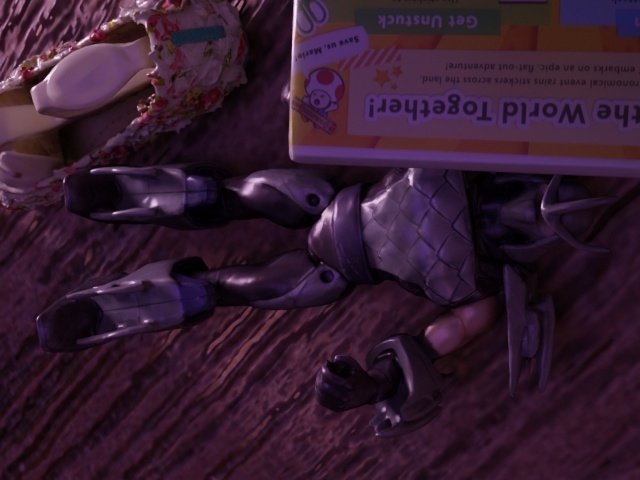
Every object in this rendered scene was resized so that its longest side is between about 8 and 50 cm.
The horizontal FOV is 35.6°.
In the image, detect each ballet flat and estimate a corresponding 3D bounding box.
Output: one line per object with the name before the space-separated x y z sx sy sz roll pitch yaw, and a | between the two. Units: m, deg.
ballet flat | -0.145 -0.078 0.570 0.241 0.077 0.091 -25 86 35

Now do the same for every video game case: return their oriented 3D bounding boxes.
video game case | 0.101 -0.128 0.381 0.226 0.026 0.207 4 95 15

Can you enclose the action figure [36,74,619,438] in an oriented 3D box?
action figure | 0.000 0.000 0.480 0.284 0.099 0.186 -6 84 29
